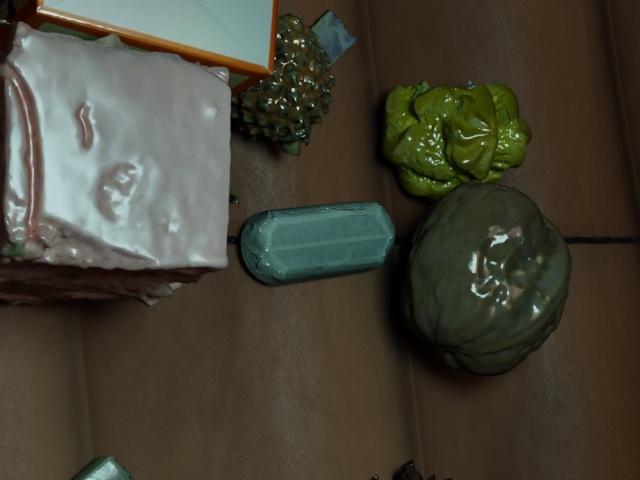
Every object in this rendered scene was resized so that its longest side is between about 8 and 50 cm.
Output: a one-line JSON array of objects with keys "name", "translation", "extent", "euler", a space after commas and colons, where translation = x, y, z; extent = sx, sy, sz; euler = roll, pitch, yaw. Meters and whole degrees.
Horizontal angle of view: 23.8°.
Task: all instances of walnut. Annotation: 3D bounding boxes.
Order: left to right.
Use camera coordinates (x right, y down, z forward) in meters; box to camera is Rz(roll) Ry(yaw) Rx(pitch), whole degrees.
[{"name": "walnut", "translation": [0.233, 0.053, 2.120], "extent": [0.273, 0.227, 0.273], "euler": [7, 76, -29]}]

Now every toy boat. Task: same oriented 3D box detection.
[{"name": "toy boat", "translation": [0.000, -0.278, 2.182], "extent": [0.063, 0.016, 0.115], "euler": [51, 58, -12]}]

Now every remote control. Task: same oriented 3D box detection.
[{"name": "remote control", "translation": [0.000, 0.000, 2.093], "extent": [0.247, 0.052, 0.104], "euler": [-8, 84, -36]}]

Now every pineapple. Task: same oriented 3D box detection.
[{"name": "pineapple", "translation": [-0.056, -0.207, 2.051], "extent": [0.166, 0.166, 0.193], "euler": [-18, 97, -34]}]

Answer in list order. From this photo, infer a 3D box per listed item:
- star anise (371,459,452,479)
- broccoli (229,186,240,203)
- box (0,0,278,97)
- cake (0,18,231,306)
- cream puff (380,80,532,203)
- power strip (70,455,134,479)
[{"name": "star anise", "translation": [0.132, 0.380, 2.077], "extent": [0.168, 0.057, 0.168], "euler": [9, 73, -29]}, {"name": "broccoli", "translation": [-0.156, -0.070, 1.984], "extent": [0.095, 0.092, 0.097], "euler": [-47, 116, -50]}, {"name": "box", "translation": [-0.240, -0.366, 1.908], "extent": [0.318, 0.257, 0.348], "euler": [10, 74, -29]}, {"name": "cake", "translation": [-0.281, -0.071, 1.777], "extent": [0.314, 0.307, 0.293], "euler": [3, 78, -31]}, {"name": "cream puff", "translation": [0.202, -0.147, 2.186], "extent": [0.221, 0.195, 0.194], "euler": [-7, 82, -30]}, {"name": "power strip", "translation": [-0.328, 0.363, 1.797], "extent": [0.286, 0.048, 0.080], "euler": [-38, 99, -32]}]
